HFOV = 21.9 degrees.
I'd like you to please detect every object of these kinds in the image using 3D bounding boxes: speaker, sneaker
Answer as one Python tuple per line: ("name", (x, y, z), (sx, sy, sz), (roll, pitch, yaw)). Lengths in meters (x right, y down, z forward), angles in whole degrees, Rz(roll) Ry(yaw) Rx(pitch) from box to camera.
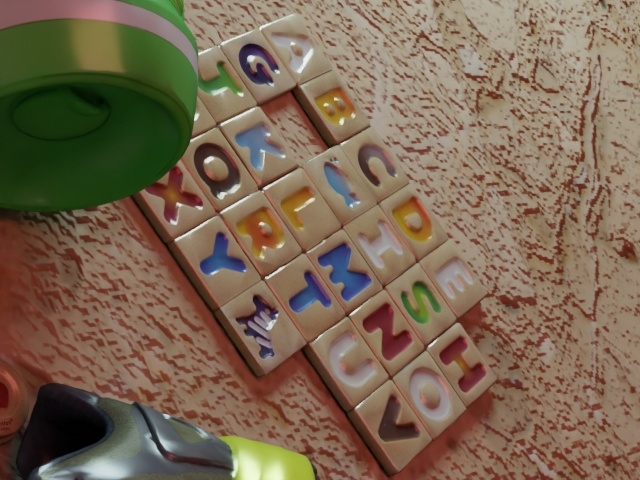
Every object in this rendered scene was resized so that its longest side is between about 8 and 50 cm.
("speaker", (-0.132, -0.166, 0.756), (0.131, 0.131, 0.296), (14, 53, -40))
("sneaker", (-0.072, 0.147, 0.571), (0.121, 0.111, 0.300), (27, 16, -12))

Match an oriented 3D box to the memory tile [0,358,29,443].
("memory tile", (-0.186, 0.035, 0.641), (0.148, 0.012, 0.113), (-6, 68, -49))

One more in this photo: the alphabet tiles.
("alphabet tiles", (0.000, 0.000, 0.869), (0.237, 0.009, 0.198), (55, 37, 1))
